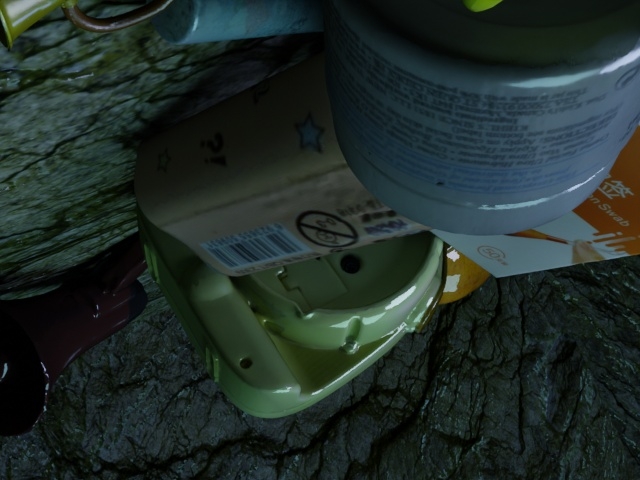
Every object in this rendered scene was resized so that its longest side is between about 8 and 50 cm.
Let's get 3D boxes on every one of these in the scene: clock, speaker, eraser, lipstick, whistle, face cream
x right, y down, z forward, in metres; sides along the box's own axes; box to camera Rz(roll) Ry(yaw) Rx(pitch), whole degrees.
[{"bbox_3d":[0.000,0.000,0.898,0.348,0.286,0.117,-28,158,-20],"label":"clock"},{"bbox_3d":[-0.360,0.083,1.155,0.329,0.198,0.259,-43,154,-59],"label":"speaker"},{"bbox_3d":[-0.011,-0.050,0.664,0.291,0.171,0.087,-15,-134,44],"label":"eraser"},{"bbox_3d":[-0.024,-0.145,0.484,0.158,0.048,0.048,-19,173,-41],"label":"lipstick"},{"bbox_3d":[-0.102,-0.119,0.381,0.109,0.057,0.046,-24,-144,-24],"label":"whistle"},{"bbox_3d":[0.090,-0.111,0.429,0.177,0.177,0.153,-23,155,-8],"label":"face cream"}]

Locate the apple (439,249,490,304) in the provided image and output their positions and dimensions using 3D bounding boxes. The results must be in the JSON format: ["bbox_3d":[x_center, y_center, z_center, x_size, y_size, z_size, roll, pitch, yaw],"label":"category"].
[{"bbox_3d":[0.165,-0.019,1.455,0.299,0.275,0.299,-24,-179,0],"label":"apple"}]

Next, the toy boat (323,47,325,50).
[{"bbox_3d":[0.090,-0.143,0.633,0.114,0.115,0.262,-20,174,-34],"label":"toy boat"}]

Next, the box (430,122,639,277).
[{"bbox_3d":[0.222,-0.095,0.730,0.341,0.225,0.143,-17,-134,55],"label":"box"}]

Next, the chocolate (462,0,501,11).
[{"bbox_3d":[0.134,-0.198,0.154,0.289,0.137,0.301,-24,174,9],"label":"chocolate"}]
